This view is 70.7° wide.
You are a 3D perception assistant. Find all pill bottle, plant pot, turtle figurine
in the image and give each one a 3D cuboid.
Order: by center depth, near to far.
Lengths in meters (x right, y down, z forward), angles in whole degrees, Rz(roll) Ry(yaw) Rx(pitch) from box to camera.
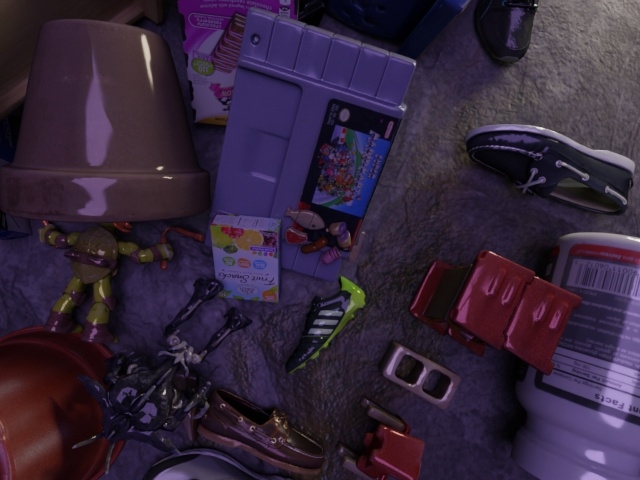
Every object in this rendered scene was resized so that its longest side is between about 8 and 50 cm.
[{"bbox_3d":[-0.424,0.259,0.578,0.273,0.265,0.272,0,86,-4],"label":"plant pot"},{"bbox_3d":[-0.280,-0.154,0.598,0.263,0.263,0.229,1,103,-5],"label":"plant pot"},{"bbox_3d":[0.424,0.187,0.686,0.210,0.210,0.362,18,85,-3],"label":"pill bottle"},{"bbox_3d":[-0.328,0.041,0.687,0.270,0.087,0.217,11,85,0],"label":"turtle figurine"},{"bbox_3d":[0.154,-0.446,0.705,0.212,0.236,0.236,39,83,-7],"label":"plant pot"}]

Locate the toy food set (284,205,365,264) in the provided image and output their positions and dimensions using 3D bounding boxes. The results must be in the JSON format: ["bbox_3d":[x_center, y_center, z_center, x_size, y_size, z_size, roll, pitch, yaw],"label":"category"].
[{"bbox_3d":[0.000,0.000,0.669,0.122,0.019,0.078,15,120,-3],"label":"toy food set"}]

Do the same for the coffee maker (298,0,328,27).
[{"bbox_3d":[-0.076,-0.413,0.734,0.178,0.120,0.171,43,83,-1],"label":"coffee maker"}]

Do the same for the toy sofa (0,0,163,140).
[{"bbox_3d":[-0.409,-0.325,0.630,0.177,0.150,0.362,35,64,3],"label":"toy sofa"}]

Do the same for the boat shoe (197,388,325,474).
[{"bbox_3d":[-0.085,0.295,0.701,0.207,0.073,0.073,22,86,-3],"label":"boat shoe"}]

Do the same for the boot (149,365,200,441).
[{"bbox_3d":[-0.236,0.255,0.710,0.087,0.042,0.118,-1,83,0],"label":"boot"}]

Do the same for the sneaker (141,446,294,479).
[{"bbox_3d":[-0.135,0.391,0.673,0.272,0.108,0.100,16,86,-2],"label":"sneaker"}]

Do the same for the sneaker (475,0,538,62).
[{"bbox_3d":[0.335,-0.449,0.781,0.101,0.106,0.267,1,87,-6],"label":"sneaker"}]

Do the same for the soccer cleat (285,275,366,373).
[{"bbox_3d":[-0.001,0.137,0.733,0.072,0.060,0.179,42,77,9],"label":"soccer cleat"}]

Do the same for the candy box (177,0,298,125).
[{"bbox_3d":[-0.116,-0.279,0.665,0.159,0.233,0.071,4,53,-4],"label":"candy box"}]

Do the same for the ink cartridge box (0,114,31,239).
[{"bbox_3d":[-0.502,-0.108,0.683,0.046,0.097,0.207,-12,86,-7],"label":"ink cartridge box"}]

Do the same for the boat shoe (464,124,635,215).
[{"bbox_3d":[0.384,-0.115,0.754,0.303,0.114,0.091,12,79,-3],"label":"boat shoe"}]

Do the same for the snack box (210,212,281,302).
[{"bbox_3d":[-0.111,0.030,0.693,0.100,0.037,0.141,6,127,3],"label":"snack box"}]

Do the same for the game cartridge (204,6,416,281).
[{"bbox_3d":[-0.027,-0.113,0.652,0.230,0.068,0.355,18,120,0],"label":"game cartridge"}]

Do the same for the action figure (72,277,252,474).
[{"bbox_3d":[-0.217,0.188,0.635,0.164,0.141,0.275,39,52,0],"label":"action figure"}]

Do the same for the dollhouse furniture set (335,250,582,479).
[{"bbox_3d":[0.186,0.211,0.667,0.152,0.201,0.374,29,83,-2],"label":"dollhouse furniture set"}]
